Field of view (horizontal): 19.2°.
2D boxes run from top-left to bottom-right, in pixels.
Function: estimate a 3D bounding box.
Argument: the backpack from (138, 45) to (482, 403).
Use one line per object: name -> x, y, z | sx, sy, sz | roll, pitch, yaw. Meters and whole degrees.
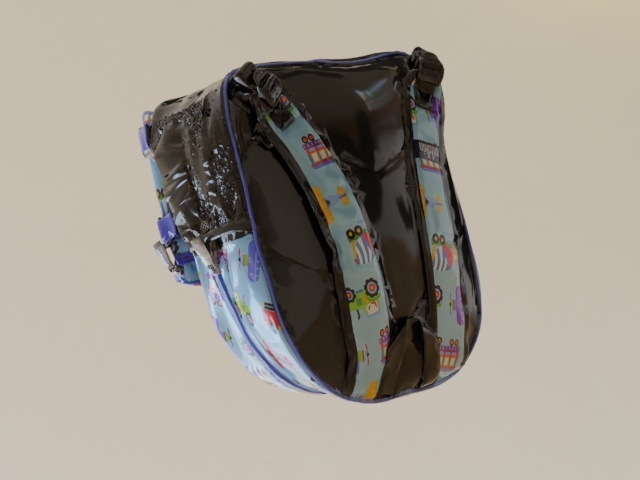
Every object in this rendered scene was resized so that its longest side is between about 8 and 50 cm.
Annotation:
backpack -> 0.000, 0.000, 0.957 | 0.158, 0.173, 0.117 | -11, -6, -44
